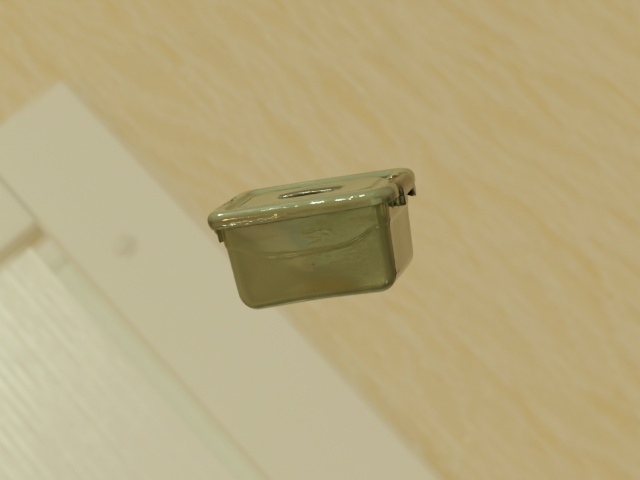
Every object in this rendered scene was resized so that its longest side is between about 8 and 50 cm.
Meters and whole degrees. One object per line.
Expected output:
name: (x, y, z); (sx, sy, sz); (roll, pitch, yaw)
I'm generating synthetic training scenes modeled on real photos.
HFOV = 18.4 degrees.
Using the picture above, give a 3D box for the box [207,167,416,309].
box: (0.000, 0.000, 1.703); (0.172, 0.092, 0.124); (-8, 10, 16)
